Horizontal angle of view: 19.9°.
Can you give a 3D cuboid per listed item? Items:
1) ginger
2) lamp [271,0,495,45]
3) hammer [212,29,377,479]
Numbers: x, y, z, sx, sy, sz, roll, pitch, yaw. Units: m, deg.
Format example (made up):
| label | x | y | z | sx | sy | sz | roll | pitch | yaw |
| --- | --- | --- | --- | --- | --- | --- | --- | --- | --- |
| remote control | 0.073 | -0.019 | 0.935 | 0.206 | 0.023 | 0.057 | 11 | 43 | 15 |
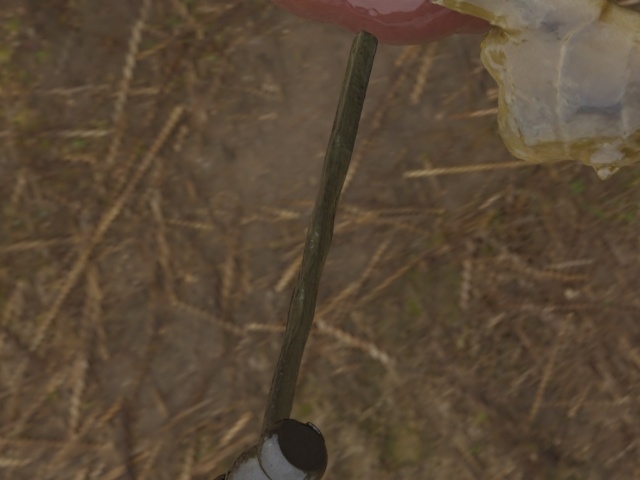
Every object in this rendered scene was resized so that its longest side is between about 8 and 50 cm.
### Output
| label | x | y | z | sx | sy | sz | roll | pitch | yaw |
| --- | --- | --- | --- | --- | --- | --- | --- | --- | --- |
| ginger | 0.202 | -0.101 | 1.107 | 0.333 | 0.081 | 0.148 | 15 | 104 | 1 |
| lamp | 0.052 | -0.266 | 1.270 | 0.305 | 0.305 | 0.239 | 46 | 151 | 13 |
| hammer | 0.000 | 0.000 | 0.786 | 0.029 | 0.292 | 0.058 | 31 | 133 | -17 |
